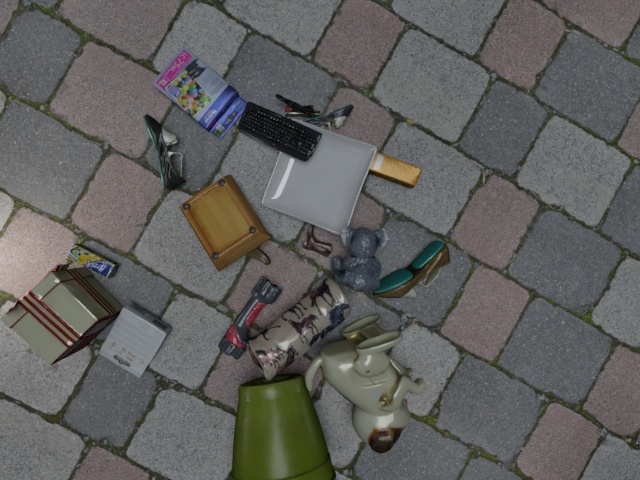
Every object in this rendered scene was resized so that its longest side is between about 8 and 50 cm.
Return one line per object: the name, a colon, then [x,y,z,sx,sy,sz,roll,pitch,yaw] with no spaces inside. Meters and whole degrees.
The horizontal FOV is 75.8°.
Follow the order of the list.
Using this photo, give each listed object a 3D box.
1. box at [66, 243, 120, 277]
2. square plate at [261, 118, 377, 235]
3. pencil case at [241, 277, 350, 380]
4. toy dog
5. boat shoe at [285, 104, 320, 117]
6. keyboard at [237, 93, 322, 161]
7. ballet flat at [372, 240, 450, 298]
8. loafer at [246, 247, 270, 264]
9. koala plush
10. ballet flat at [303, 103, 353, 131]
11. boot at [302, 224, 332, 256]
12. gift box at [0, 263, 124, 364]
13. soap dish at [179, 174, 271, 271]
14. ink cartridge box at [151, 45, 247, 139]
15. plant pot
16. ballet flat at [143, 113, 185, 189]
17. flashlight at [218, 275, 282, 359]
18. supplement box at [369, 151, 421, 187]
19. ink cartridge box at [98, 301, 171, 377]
box: [-0.838,0.075,1.520,0.168,0.054,0.059,28,89,-3]
square plate: [-0.007,-0.235,1.530,0.343,0.049,0.347,21,95,11]
pencil case: [-0.076,0.304,1.478,0.410,0.183,0.160,-36,135,-16]
toy dog: [0.180,0.536,1.462,0.395,0.284,0.408,-24,99,-18]
boat shoe: [-0.067,-0.494,1.562,0.136,0.049,0.043,4,88,1]
keyboard: [-0.140,-0.439,1.518,0.317,0.033,0.202,26,93,11]
ballet flat: [0.362,0.141,1.574,0.342,0.116,0.124,-37,112,-6]
loafer: [-0.251,0.048,1.555,0.148,0.056,0.050,40,89,7]
koala plush: [0.149,0.054,1.480,0.196,0.203,0.221,8,105,-5]
ballet flat: [0.037,-0.450,1.557,0.203,0.074,0.074,-19,92,3]
boot: [0.000,0.000,1.575,0.114,0.037,0.107,19,103,0]
gift box: [-0.884,0.233,1.416,0.255,0.276,0.258,-44,91,-7]
soap dish: [-0.354,-0.070,1.491,0.228,0.118,0.291,-33,81,-2]
ink cartridge box: [-0.443,-0.547,1.534,0.311,0.065,0.186,40,89,-5]
plant pot: [-0.153,0.667,1.443,0.366,0.366,0.353,-9,79,-3]
ballet flat: [-0.566,-0.330,1.519,0.096,0.095,0.281,-16,102,-13]
flashlight: [-0.256,0.292,1.537,0.103,0.103,0.304,32,84,34]
supplement box: [0.260,-0.273,1.567,0.233,0.078,0.080,18,90,-3]
ink cartridge box: [-0.696,0.373,1.544,0.189,0.066,0.232,33,110,-3]
